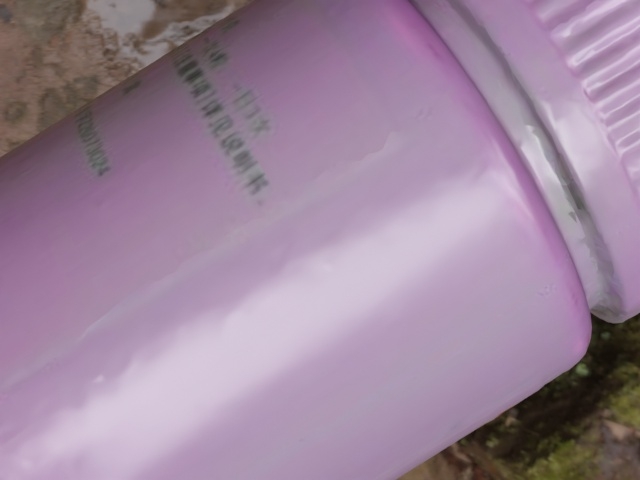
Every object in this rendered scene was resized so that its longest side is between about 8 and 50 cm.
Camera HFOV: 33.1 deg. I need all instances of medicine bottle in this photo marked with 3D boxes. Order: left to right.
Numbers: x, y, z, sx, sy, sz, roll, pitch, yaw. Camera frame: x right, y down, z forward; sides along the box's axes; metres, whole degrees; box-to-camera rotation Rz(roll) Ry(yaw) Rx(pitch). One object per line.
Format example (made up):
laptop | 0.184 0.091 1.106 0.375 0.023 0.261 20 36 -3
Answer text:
medicine bottle | 0.000 0.000 0.403 0.290 0.178 0.178 -33 113 -1
